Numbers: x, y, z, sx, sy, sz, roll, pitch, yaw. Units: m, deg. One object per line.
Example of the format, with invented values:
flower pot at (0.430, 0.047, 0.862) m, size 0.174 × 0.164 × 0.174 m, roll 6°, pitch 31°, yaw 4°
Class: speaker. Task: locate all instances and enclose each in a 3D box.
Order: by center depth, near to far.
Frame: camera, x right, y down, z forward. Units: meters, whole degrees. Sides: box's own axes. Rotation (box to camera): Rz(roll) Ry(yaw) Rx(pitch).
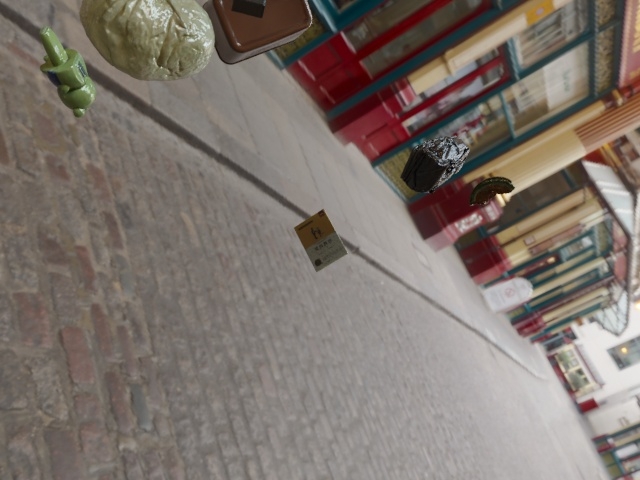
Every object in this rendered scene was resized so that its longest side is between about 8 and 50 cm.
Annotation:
speaker at (-0.166, -0.653, 1.433) m, size 0.044 × 0.082 × 0.218 m, roll 123°, pitch -27°, yaw -61°

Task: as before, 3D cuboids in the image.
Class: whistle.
whistle at (-0.586, -0.386, 1.332) m, size 0.227 × 0.085 × 0.105 m, roll 79°, pitch 9°, yaw -54°

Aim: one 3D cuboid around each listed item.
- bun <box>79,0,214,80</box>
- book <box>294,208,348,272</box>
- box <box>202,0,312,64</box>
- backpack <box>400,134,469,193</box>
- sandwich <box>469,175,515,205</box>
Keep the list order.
bun at (-0.462, -0.605, 1.590) m, size 0.352 × 0.227 × 0.349 m, roll 25°, pitch 39°, yaw -10°
book at (0.000, 0.000, 1.825) m, size 0.172 × 0.118 × 0.012 m, roll 62°, pitch 10°, yaw 21°
box at (-0.224, -0.805, 2.069) m, size 0.239 × 0.339 × 0.229 m, roll 68°, pitch -13°, yaw -15°
backpack at (0.400, -0.258, 1.921) m, size 0.258 × 0.206 × 0.133 m, roll -29°, pitch 66°, yaw -39°
sandwich at (0.482, -0.143, 1.653) m, size 0.067 × 0.135 × 0.029 m, roll 59°, pitch 20°, yaw -5°
